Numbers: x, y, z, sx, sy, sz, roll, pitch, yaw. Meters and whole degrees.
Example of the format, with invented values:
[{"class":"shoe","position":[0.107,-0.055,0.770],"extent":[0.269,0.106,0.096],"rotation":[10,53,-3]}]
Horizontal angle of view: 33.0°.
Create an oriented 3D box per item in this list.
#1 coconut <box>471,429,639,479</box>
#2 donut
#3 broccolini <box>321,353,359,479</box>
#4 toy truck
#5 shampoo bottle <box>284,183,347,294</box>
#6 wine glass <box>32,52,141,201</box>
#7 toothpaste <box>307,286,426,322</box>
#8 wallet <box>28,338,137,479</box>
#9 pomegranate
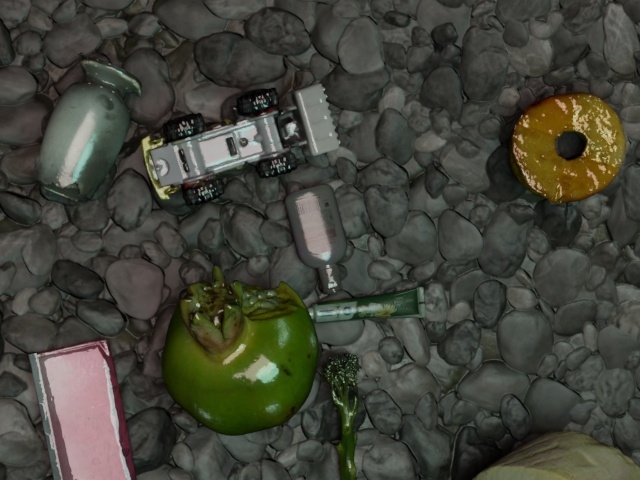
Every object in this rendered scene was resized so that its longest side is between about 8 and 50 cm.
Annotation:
[{"class":"coconut","position":[0.345,0.439,1.548],"extent":[0.329,0.329,0.328],"rotation":[0,88,-8]},{"class":"donut","position":[0.379,-0.144,1.700],"extent":[0.190,0.074,0.174],"rotation":[-32,91,-12]},{"class":"broccolini","position":[0.030,0.281,1.652],"extent":[0.058,0.067,0.216],"rotation":[0,97,-4]},{"class":"toy truck","position":[-0.122,-0.147,1.613],"extent":[0.286,0.111,0.136],"rotation":[-18,100,-10]},{"class":"shampoo bottle","position":[0.000,0.000,1.659],"extent":[0.080,0.040,0.165],"rotation":[-15,90,-9]},{"class":"wine glass","position":[-0.342,-0.162,1.584],"extent":[0.111,0.111,0.204],"rotation":[22,81,-6]},{"class":"toothpaste","position":[0.063,0.105,1.669],"extent":[0.204,0.031,0.049],"rotation":[-5,90,-9]},{"class":"wallet","position":[-0.352,0.269,1.610],"extent":[0.119,0.025,0.232],"rotation":[-11,89,-7]},{"class":"pomegranate","position":[-0.122,0.148,1.513],"extent":[0.236,0.302,0.236],"rotation":[-4,67,9]}]
